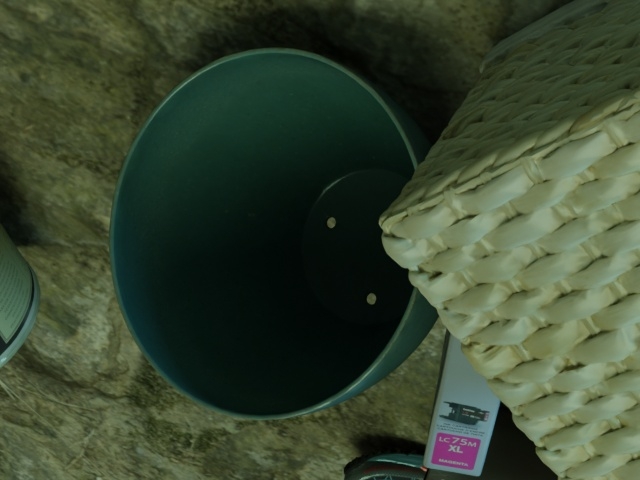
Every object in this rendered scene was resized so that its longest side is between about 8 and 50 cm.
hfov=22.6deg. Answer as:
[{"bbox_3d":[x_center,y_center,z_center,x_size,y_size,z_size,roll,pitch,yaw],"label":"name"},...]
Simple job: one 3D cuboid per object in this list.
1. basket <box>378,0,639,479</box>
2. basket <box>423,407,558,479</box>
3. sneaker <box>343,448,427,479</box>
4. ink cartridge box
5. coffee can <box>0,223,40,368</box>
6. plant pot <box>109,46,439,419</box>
[{"bbox_3d":[0.280,-0.011,1.103,0.331,0.266,0.328,-24,109,40],"label":"basket"},{"bbox_3d":[0.222,0.254,1.627,0.227,0.154,0.204,19,143,5],"label":"basket"},{"bbox_3d":[0.135,0.326,1.768,0.262,0.125,0.104,30,141,-16],"label":"sneaker"},{"bbox_3d":[0.141,0.044,1.354,0.065,0.186,0.311,9,143,6],"label":"ink cartridge box"},{"bbox_3d":[-0.412,-0.004,1.515,0.201,0.201,0.275,0,140,23],"label":"coffee can"},{"bbox_3d":[0.000,0.000,1.325,0.290,0.290,0.195,-7,173,29],"label":"plant pot"}]
